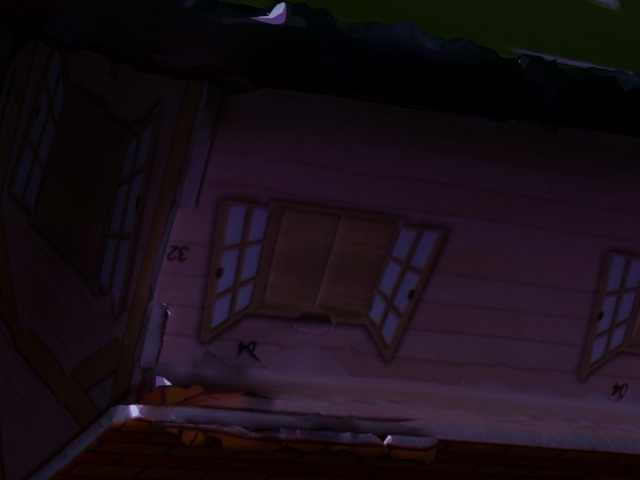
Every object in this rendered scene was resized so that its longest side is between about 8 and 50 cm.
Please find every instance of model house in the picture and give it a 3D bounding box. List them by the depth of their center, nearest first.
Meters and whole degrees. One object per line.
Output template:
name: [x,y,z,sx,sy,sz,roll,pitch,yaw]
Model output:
model house: [0.001,0.000,0.501,0.294,0.154,0.207,8,16,-30]
